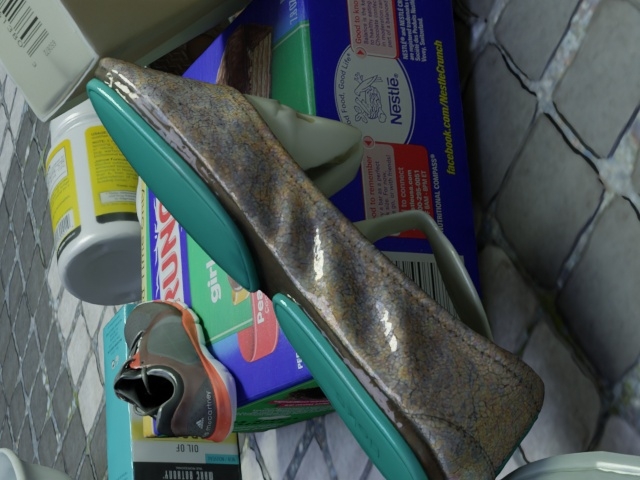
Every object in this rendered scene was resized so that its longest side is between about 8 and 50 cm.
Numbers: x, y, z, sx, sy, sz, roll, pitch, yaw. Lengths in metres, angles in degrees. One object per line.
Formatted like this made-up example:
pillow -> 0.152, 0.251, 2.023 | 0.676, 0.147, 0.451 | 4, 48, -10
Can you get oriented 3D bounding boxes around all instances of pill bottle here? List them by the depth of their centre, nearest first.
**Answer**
pill bottle -> -0.219, -0.048, 1.295 | 0.119, 0.119, 0.209 | -58, 36, 42

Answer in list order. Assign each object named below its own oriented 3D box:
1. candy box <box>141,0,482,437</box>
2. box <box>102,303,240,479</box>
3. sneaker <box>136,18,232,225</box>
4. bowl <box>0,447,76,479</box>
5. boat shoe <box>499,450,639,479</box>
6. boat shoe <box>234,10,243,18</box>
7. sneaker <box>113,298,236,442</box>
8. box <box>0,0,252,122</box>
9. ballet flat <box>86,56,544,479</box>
candy box -> -0.025, -0.012, 0.893 | 0.317, 0.122, 0.268 | 148, 121, -60
box -> -0.127, 0.179, 1.081 | 0.060, 0.100, 0.244 | -43, 47, 52
sneaker -> -0.133, -0.087, 1.144 | 0.123, 0.105, 0.290 | -32, 58, 55
bowl -> -0.282, 0.369, 1.314 | 0.298, 0.134, 0.298 | -25, 62, 61
boat shoe -> 0.173, 0.141, 0.504 | 0.114, 0.091, 0.302 | -56, 18, -18
boat shoe -> -0.029, -0.238, 1.025 | 0.178, 0.064, 0.060 | 118, 142, -48
sneaker -> -0.111, 0.082, 0.847 | 0.158, 0.064, 0.061 | 36, 121, 56
box -> -0.083, -0.222, 0.828 | 0.148, 0.311, 0.121 | 55, 149, -5
ballet flat -> 0.000, 0.000, 0.679 | 0.316, 0.106, 0.107 | 50, 163, 17
